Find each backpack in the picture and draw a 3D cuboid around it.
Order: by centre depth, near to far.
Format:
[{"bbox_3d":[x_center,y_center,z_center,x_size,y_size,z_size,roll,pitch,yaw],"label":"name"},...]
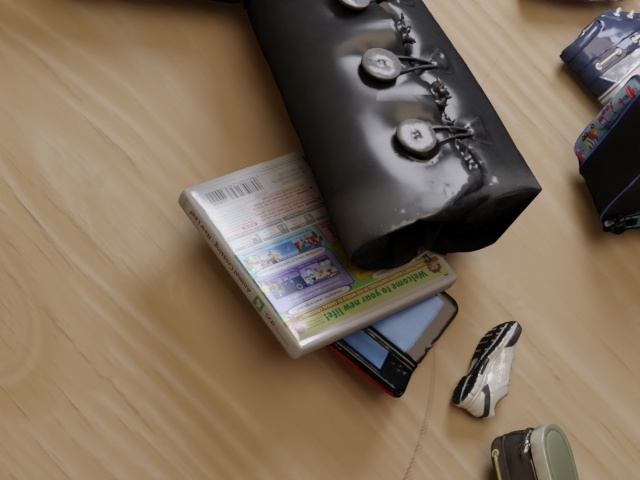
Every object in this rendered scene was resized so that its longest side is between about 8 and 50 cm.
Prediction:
[{"bbox_3d":[0.374,-0.087,1.457,0.173,0.158,0.117,2,52,-28],"label":"backpack"}]

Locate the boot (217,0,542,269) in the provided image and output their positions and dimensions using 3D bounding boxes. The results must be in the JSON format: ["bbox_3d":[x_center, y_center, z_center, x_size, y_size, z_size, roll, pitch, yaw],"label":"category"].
[{"bbox_3d":[-0.036,-0.167,1.366,0.367,0.146,0.445,-17,73,-20],"label":"boot"}]

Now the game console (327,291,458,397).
[{"bbox_3d":[0.050,0.063,1.349,0.144,0.124,0.085,38,105,1],"label":"game console"}]

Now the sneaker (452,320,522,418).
[{"bbox_3d":[0.171,0.128,1.390,0.043,0.040,0.109,40,69,-17],"label":"sneaker"}]

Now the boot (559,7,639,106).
[{"bbox_3d":[0.350,-0.232,1.543,0.190,0.069,0.086,-42,88,-22],"label":"boot"}]

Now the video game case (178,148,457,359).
[{"bbox_3d":[0.000,0.000,1.344,0.212,0.023,0.193,-22,66,-39],"label":"video game case"}]

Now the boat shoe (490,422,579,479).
[{"bbox_3d":[0.212,0.290,1.325,0.081,0.068,0.228,11,67,-54],"label":"boat shoe"}]
